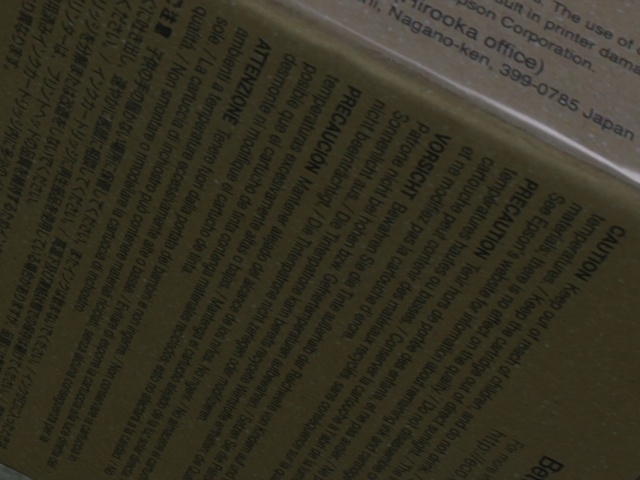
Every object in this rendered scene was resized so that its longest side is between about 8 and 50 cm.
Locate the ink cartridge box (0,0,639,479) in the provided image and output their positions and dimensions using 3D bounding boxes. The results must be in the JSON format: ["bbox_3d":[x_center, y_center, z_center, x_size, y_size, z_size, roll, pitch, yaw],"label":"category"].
[{"bbox_3d":[0.000,0.000,0.484,0.193,0.088,0.235,27,142,-3],"label":"ink cartridge box"}]
